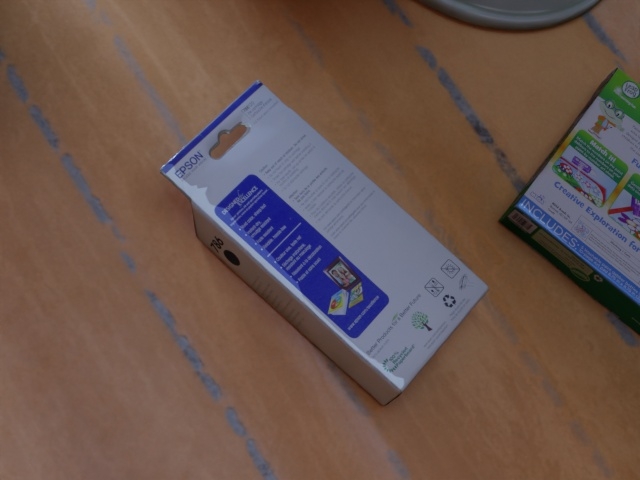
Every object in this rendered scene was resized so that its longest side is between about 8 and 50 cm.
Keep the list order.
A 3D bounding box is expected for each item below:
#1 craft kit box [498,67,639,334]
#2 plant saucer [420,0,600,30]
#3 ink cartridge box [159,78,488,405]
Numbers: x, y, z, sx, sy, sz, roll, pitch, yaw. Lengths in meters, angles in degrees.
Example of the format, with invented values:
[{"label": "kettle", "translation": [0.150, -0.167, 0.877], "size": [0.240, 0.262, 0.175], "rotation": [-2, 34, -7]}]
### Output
[{"label": "craft kit box", "translation": [0.368, -0.036, 1.493], "size": [0.250, 0.061, 0.246], "rotation": [40, 65, 2]}, {"label": "plant saucer", "translation": [0.216, -0.451, 1.596], "size": [0.401, 0.100, 0.400], "rotation": [6, 66, -14]}, {"label": "ink cartridge box", "translation": [0.000, 0.000, 1.357], "size": [0.333, 0.065, 0.165], "rotation": [44, 63, 2]}]
